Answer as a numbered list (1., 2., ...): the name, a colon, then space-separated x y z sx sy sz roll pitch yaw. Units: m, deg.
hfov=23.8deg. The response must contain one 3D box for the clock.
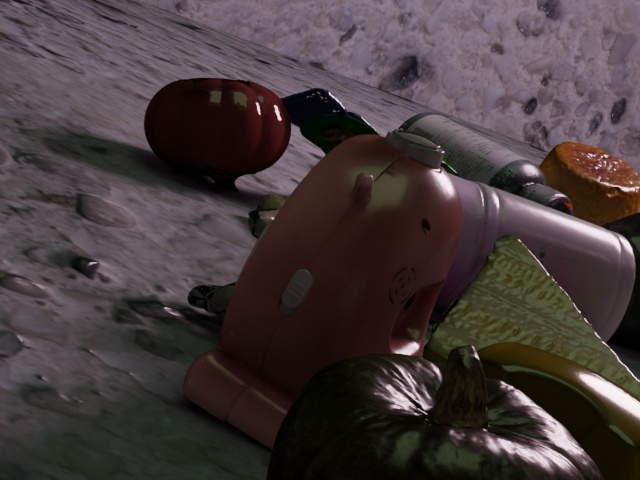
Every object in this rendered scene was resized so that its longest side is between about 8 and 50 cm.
1. clock: 0.032 0.033 1.155 0.142 0.241 0.227 29 12 14

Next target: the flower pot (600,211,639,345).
1. flower pot: 0.423 0.049 1.943 0.148 0.235 0.235 -2 20 -19

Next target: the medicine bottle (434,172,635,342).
1. medicine bottle: 0.210 0.025 1.722 0.254 0.152 0.152 20 12 -18

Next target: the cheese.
1. cheese: 0.071 -0.096 1.972 0.204 0.083 0.320 -11 -38 45

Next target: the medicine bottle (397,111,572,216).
1. medicine bottle: 0.236 -0.078 2.255 0.141 0.141 0.293 10 17 -46

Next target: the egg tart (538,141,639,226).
1. egg tart: 0.395 -0.044 2.335 0.215 0.171 0.215 17 28 -9

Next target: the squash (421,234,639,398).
1. squash: 0.246 0.135 1.378 0.289 0.111 0.203 23 43 19

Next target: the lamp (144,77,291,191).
1. lamp: -0.127 -0.132 1.866 0.182 0.140 0.182 6 4 0

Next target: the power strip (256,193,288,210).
1. power strip: 0.000 0.000 1.730 0.092 0.034 0.268 15 14 -29

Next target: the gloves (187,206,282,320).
1. gloves: -0.014 0.035 1.336 0.111 0.127 0.212 40 39 18

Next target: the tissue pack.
1. tissue pack: 0.183 0.156 1.156 0.178 0.123 0.127 28 17 29

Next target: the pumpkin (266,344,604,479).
1. pumpkin: 0.075 0.143 0.936 0.219 0.162 0.219 17 11 -4
